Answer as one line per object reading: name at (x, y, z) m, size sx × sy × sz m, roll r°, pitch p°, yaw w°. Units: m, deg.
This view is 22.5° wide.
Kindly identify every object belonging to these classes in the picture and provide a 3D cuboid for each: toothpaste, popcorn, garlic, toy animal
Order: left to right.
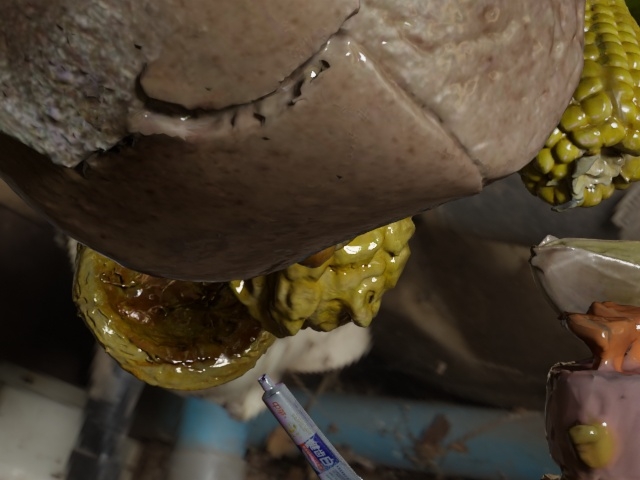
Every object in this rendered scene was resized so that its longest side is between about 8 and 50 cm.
toothpaste at (-0.011, 0.205, 1.655) m, size 0.045 × 0.170 × 0.028 m, roll -32°, pitch 13°, yaw 17°
popcorn at (0.000, 0.000, 1.789) m, size 0.190 × 0.250 × 0.250 m, roll 22°, pitch 80°, yaw -2°
garlic at (0.293, 0.050, 1.612) m, size 0.087 × 0.195 × 0.101 m, roll -88°, pitch 11°, yaw -59°
toy animal at (0.270, 0.204, 1.428) m, size 0.169 × 0.195 × 0.281 m, roll 16°, pitch 101°, yaw 29°

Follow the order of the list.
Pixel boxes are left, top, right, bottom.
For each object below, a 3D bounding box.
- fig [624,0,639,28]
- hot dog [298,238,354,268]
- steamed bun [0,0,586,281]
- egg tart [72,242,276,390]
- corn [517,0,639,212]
fig at (0.360, -0.213, 1.964) m, size 0.275 × 0.206 × 0.206 m, roll 1°, pitch 68°, yaw 15°
hot dog at (0.003, -0.099, 0.999) m, size 0.068 × 0.100 × 0.250 m, roll 18°, pitch 122°, yaw 22°
steamed bun at (-0.059, -0.112, 0.659) m, size 0.199 × 0.301 × 0.251 m, roll -50°, pitch 18°, yaw -29°
egg tart at (-0.184, 0.068, 2.062) m, size 0.115 × 0.290 × 0.290 m, roll 114°, pitch 153°, yaw -56°
corn at (0.137, -0.131, 0.977) m, size 0.101 × 0.101 × 0.310 m, roll -32°, pitch 41°, yaw 20°
